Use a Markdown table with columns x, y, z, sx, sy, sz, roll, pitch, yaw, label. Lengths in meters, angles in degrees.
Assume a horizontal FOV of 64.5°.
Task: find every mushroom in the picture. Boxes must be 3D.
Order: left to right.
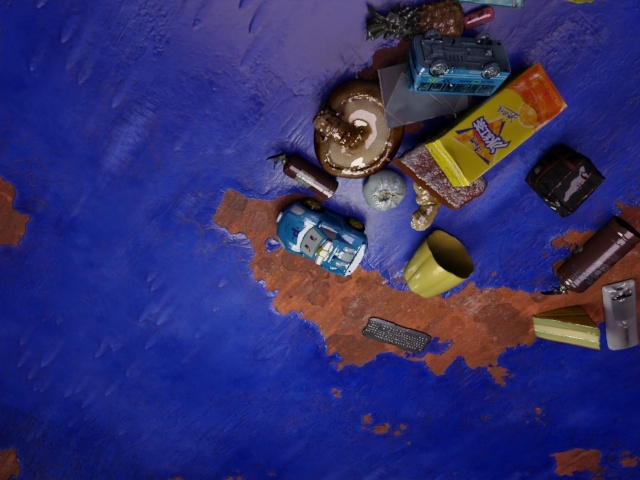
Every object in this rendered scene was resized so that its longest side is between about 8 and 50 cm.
| x | y | z | sx | sy | sz | roll | pitch | yaw | label |
| --- | --- | --- | --- | --- | --- | --- | --- | --- | --- |
| 0.099 | -0.317 | 1.461 | 0.278 | 0.163 | 0.297 | 19 | 120 | -21 | mushroom |

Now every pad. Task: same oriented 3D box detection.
| x | y | z | sx | sy | sz | roll | pitch | yaw | label |
| --- | --- | --- | --- | --- | --- | --- | --- | --- | --- |
| 0.281 | -0.407 | 1.367 | 0.242 | 0.004 | 0.164 | -15 | 112 | -6 | pad |

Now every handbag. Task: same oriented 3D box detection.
| x | y | z | sx | sy | sz | roll | pitch | yaw | label |
| --- | --- | --- | --- | --- | --- | --- | --- | --- | --- |
| 0.715 | -0.183 | 1.491 | 0.155 | 0.215 | 0.169 | 39 | 113 | -11 | handbag |

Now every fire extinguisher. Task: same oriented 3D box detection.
| x | y | z | sx | sy | sz | roll | pitch | yaw | label |
| --- | --- | --- | --- | --- | --- | --- | --- | --- | --- |
| -0.061 | -0.207 | 1.592 | 0.231 | 0.071 | 0.099 | 30 | 146 | -15 | fire extinguisher |
| 0.895 | 0.074 | 1.699 | 0.135 | 0.114 | 0.337 | 18 | 122 | -27 | fire extinguisher |

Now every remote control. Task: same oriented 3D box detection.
| x | y | z | sx | sy | sz | roll | pitch | yaw | label |
| --- | --- | --- | --- | --- | --- | --- | --- | --- | --- |
| 1.110 | 0.286 | 1.862 | 0.109 | 0.055 | 0.313 | -16 | 120 | 12 | remote control |

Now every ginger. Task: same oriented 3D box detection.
| x | y | z | sx | sy | sz | roll | pitch | yaw | label |
| --- | --- | --- | --- | --- | --- | --- | --- | --- | --- |
| 0.389 | -0.179 | 1.580 | 0.333 | 0.081 | 0.148 | -41 | 93 | 12 | ginger |

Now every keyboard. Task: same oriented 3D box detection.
| x | y | z | sx | sy | sz | roll | pitch | yaw | label |
| --- | --- | --- | --- | --- | --- | --- | --- | --- | --- |
| 0.294 | 0.371 | 1.969 | 0.262 | 0.016 | 0.106 | 20 | 121 | -10 | keyboard |

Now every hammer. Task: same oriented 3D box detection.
| x | y | z | sx | sy | sz | roll | pitch | yaw | label |
| --- | --- | --- | --- | --- | --- | --- | --- | --- | --- |
| 0.418 | -0.589 | 1.343 | 0.083 | 0.043 | 0.043 | -17 | 120 | 12 | hammer |

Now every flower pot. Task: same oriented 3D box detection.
| x | y | z | sx | sy | sz | roll | pitch | yaw | label |
| --- | --- | --- | --- | --- | --- | --- | --- | --- | --- |
| 0.381 | 0.092 | 1.701 | 0.195 | 0.195 | 0.179 | 28 | 131 | -15 | flower pot |

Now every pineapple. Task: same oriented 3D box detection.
| x | y | z | sx | sy | sz | roll | pitch | yaw | label |
| --- | --- | --- | --- | --- | --- | --- | --- | --- | --- |
| 0.240 | -0.560 | 1.320 | 0.247 | 0.128 | 0.128 | 2 | 122 | 2 | pineapple |

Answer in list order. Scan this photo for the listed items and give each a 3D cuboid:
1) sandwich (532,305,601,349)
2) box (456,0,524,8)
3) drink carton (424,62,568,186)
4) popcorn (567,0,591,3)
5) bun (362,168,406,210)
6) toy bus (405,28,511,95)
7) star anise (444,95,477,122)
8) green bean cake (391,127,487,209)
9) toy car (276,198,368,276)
| x | y | z | sx | sy | sz | roll | pitch | yaw | label |
| --- | --- | --- | --- | --- | --- | --- | --- | --- | --- |
| 0.894 | 0.334 | 1.850 | 0.187 | 0.144 | 0.117 | -16 | 118 | 11 | sandwich |
| 0.421 | -0.685 | 1.282 | 0.226 | 0.042 | 0.161 | 5 | 123 | -1 | box |
| 0.474 | -0.309 | 1.379 | 0.351 | 0.111 | 0.155 | -38 | 97 | -5 | drink carton |
| 0.657 | -0.677 | 1.178 | 0.270 | 0.224 | 0.258 | 39 | 100 | -11 | popcorn |
| 0.204 | -0.155 | 1.602 | 0.140 | 0.083 | 0.141 | 0 | 120 | 0 | bun |
| 0.342 | -0.441 | 1.288 | 0.246 | 0.114 | 0.134 | -2 | 158 | -11 | toy bus |
| 0.361 | -0.445 | 1.416 | 0.212 | 0.073 | 0.197 | 23 | 112 | -7 | star anise |
| 0.355 | -0.198 | 1.489 | 0.198 | 0.097 | 0.233 | -36 | 95 | 8 | green bean cake |
| 0.000 | 0.000 | 1.663 | 0.314 | 0.166 | 0.198 | 25 | 116 | -12 | toy car |
